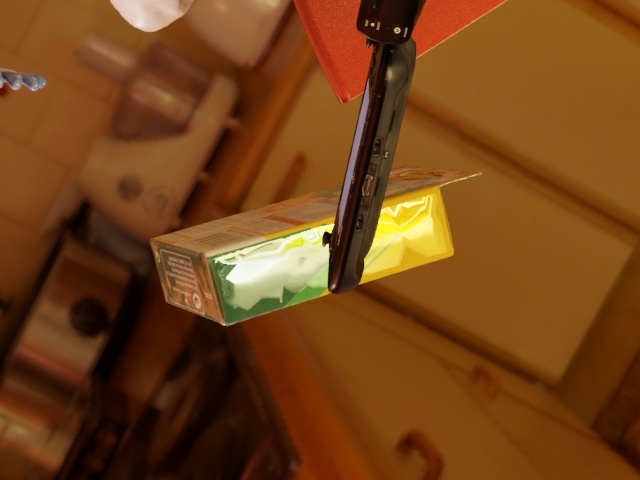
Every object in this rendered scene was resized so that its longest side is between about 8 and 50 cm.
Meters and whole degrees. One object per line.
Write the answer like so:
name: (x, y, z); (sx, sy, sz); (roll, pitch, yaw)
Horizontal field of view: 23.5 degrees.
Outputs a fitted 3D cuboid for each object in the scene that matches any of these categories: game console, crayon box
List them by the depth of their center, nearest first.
game console: (0.046, -0.127, 1.099); (0.213, 0.044, 0.361); (-65, -12, -65)
crayon box: (0.000, 0.000, 1.683); (0.203, 0.323, 0.083); (12, 117, 68)

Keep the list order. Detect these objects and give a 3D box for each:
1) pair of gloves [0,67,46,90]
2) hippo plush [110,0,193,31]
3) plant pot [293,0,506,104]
pair of gloves: (-0.437, -0.203, 1.850); (0.159, 0.198, 0.023); (18, 102, 56)
hippo plush: (-0.105, -0.318, 1.131); (0.236, 0.294, 0.234); (-13, 59, 36)
plant pot: (0.072, -0.341, 1.707); (0.267, 0.236, 0.267); (-32, 13, 10)
